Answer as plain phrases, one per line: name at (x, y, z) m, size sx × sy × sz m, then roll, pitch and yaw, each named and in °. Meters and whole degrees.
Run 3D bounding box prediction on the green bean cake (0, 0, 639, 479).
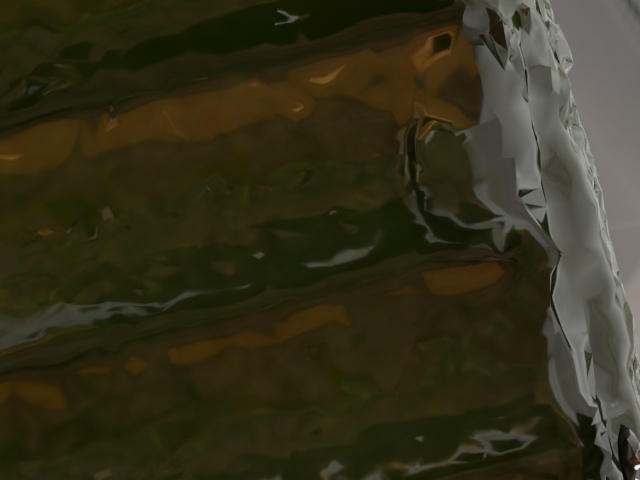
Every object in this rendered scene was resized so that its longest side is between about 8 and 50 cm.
green bean cake at (0.000, 0.000, 0.571) m, size 0.335 × 0.218 × 0.319 m, roll -102°, pitch 175°, yaw -75°
